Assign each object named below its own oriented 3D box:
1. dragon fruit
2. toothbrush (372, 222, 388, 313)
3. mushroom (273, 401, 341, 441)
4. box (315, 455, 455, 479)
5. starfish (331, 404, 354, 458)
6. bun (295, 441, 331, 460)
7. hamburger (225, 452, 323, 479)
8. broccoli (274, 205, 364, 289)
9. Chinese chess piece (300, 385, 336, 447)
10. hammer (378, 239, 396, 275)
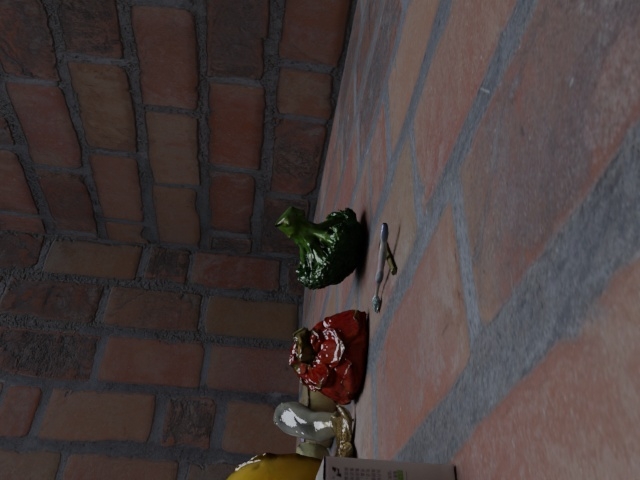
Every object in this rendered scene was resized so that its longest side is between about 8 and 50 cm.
[{"bbox_3d":[0.015,0.355,1.690,0.152,0.204,0.317,-94,11,-60],"label":"dragon fruit"},{"bbox_3d":[0.145,0.072,1.466,0.027,0.021,0.269,-115,22,-52],"label":"toothbrush"},{"bbox_3d":[-0.041,0.596,1.987,0.351,0.097,0.110,-6,72,50],"label":"mushroom"},{"bbox_3d":[0.089,0.441,0.821,0.111,0.194,0.261,102,173,-49],"label":"box"},{"bbox_3d":[0.059,0.598,1.728,0.277,0.062,0.236,-123,39,-76],"label":"starfish"},{"bbox_3d":[-0.012,0.753,1.933,0.220,0.134,0.221,-177,90,-79],"label":"bun"},{"bbox_3d":[-0.037,0.596,1.031,0.277,0.395,0.396,-75,-5,-55],"label":"hamburger"},{"bbox_3d":[0.000,0.000,1.904,0.297,0.297,0.297,-44,15,15],"label":"broccoli"},{"bbox_3d":[-0.012,0.620,2.199,0.270,0.112,0.270,-175,90,-85],"label":"Chinese chess piece"},{"bbox_3d":[0.164,0.030,1.469,0.199,0.013,0.062,-97,14,-67],"label":"hammer"}]
